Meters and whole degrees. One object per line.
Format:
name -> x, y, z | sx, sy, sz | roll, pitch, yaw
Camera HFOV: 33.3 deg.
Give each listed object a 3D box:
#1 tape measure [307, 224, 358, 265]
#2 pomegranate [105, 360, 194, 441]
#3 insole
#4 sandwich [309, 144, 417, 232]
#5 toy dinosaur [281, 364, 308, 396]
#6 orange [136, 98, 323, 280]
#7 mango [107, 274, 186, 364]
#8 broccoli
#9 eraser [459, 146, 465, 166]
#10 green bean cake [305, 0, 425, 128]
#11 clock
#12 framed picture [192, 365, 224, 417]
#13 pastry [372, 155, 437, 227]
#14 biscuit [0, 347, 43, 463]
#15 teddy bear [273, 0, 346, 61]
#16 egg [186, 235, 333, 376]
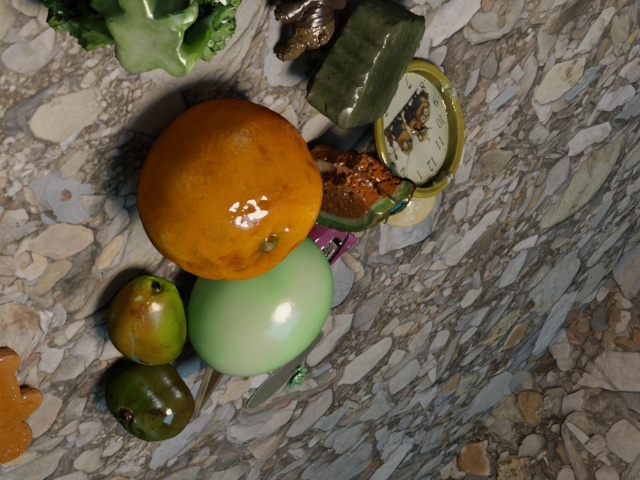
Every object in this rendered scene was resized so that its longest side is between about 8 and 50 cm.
tape measure -> 0.000, 0.000, 1.920 | 0.125, 0.074, 0.118 | -47, 150, 2
pomegranate -> -0.292, 0.280, 1.862 | 0.131, 0.152, 0.191 | -37, 171, -9
insole -> -0.072, 0.276, 2.261 | 0.232, 0.003, 0.080 | -47, 151, 5
sandwich -> 0.051, -0.076, 1.755 | 0.079, 0.235, 0.159 | -60, 139, -23
toy dinosaur -> -0.055, 0.300, 2.295 | 0.083, 0.021, 0.062 | -43, 155, -17
orange -> -0.131, -0.070, 1.505 | 0.261, 0.261, 0.261 | -31, 149, -22
mango -> -0.278, 0.139, 1.719 | 0.125, 0.111, 0.233 | -1, 150, -9
broccoli -> -0.199, -0.286, 1.142 | 0.265, 0.245, 0.294 | -35, 131, 23
eraser -> 0.230, -0.150, 2.064 | 0.105, 0.026, 0.065 | -28, 145, -26
green bean cake -> 0.071, -0.269, 1.602 | 0.185, 0.094, 0.183 | -58, 166, 21
clock -> 0.156, -0.187, 1.812 | 0.237, 0.057, 0.237 | 1, 88, -46
framed picture -> -0.173, 0.209, 1.933 | 0.203, 0.015, 0.150 | -57, 171, -53
pastry -> 0.133, -0.092, 1.894 | 0.156, 0.156, 0.092 | -18, 136, -38
biscuit -> -0.515, 0.269, 1.665 | 0.165, 0.036, 0.250 | -32, 145, -20
teddy bear -> -0.011, -0.311, 1.498 | 0.119, 0.078, 0.160 | -25, 147, -24
egg -> -0.100, 0.101, 1.772 | 0.269, 0.220, 0.220 | -55, 152, -6
